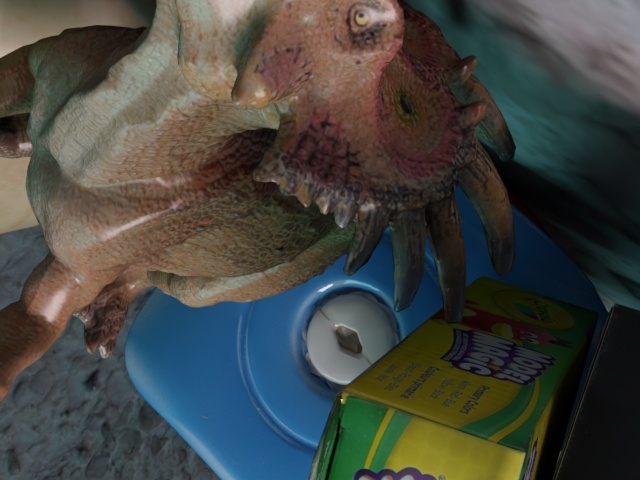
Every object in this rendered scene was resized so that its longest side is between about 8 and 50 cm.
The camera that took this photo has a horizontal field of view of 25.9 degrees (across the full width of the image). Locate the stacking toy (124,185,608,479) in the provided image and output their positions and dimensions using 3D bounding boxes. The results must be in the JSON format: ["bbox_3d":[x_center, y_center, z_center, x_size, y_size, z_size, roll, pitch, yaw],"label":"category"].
[{"bbox_3d":[0.060,0.053,0.681,0.175,0.166,0.302,42,-172,19],"label":"stacking toy"}]

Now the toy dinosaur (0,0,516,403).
[{"bbox_3d":[-0.020,-0.027,0.451,0.295,0.200,0.127,-20,-87,-79],"label":"toy dinosaur"}]

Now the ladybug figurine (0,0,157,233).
[{"bbox_3d":[-0.264,-0.137,0.679,0.449,0.162,0.305,31,174,24],"label":"ladybug figurine"}]

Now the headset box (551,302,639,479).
[{"bbox_3d":[0.192,0.139,0.443,0.246,0.131,0.283,18,170,16],"label":"headset box"}]

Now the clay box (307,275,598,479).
[{"bbox_3d":[0.033,0.092,0.414,0.053,0.128,0.222,17,-168,13],"label":"clay box"}]
